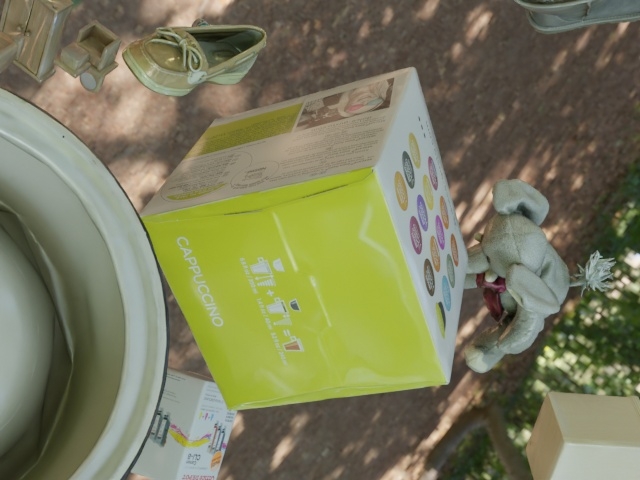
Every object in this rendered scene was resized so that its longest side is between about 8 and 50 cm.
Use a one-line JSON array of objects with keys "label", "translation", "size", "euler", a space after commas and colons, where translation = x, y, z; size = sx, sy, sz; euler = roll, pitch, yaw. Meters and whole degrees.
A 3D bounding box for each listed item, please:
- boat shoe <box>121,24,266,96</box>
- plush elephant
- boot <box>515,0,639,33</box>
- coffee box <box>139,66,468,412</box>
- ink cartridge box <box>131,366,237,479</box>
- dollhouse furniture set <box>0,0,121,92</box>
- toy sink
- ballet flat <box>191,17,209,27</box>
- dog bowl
[{"label": "boat shoe", "translation": [-0.098, -0.152, 0.744], "size": [0.048, 0.056, 0.153], "euler": [-41, 168, 29]}, {"label": "plush elephant", "translation": [0.338, 0.049, 1.684], "size": [0.330, 0.272, 0.255], "euler": [-21, 139, 29]}, {"label": "boot", "translation": [0.265, -0.243, 0.842], "size": [0.189, 0.076, 0.208], "euler": [-20, 175, 13]}, {"label": "coffee box", "translation": [0.000, 0.000, 1.332], "size": [0.334, 0.338, 0.338], "euler": [-67, 141, -56]}, {"label": "ink cartridge box", "translation": [-0.230, 0.306, 1.517], "size": [0.128, 0.127, 0.176], "euler": [30, 75, -62]}, {"label": "dollhouse furniture set", "translation": [-0.565, -0.286, 1.543], "size": [0.355, 0.303, 0.174], "euler": [-53, 179, -45]}, {"label": "toy sink", "translation": [0.499, 0.363, 1.614], "size": [0.131, 0.234, 0.153], "euler": [-94, -170, -54]}, {"label": "ballet flat", "translation": [-0.247, -0.388, 1.821], "size": [0.041, 0.041, 0.114], "euler": [-27, 152, -47]}, {"label": "dog bowl", "translation": [-0.337, 0.074, 0.736], "size": [0.408, 0.408, 0.150], "euler": [-35, -172, -37]}]
